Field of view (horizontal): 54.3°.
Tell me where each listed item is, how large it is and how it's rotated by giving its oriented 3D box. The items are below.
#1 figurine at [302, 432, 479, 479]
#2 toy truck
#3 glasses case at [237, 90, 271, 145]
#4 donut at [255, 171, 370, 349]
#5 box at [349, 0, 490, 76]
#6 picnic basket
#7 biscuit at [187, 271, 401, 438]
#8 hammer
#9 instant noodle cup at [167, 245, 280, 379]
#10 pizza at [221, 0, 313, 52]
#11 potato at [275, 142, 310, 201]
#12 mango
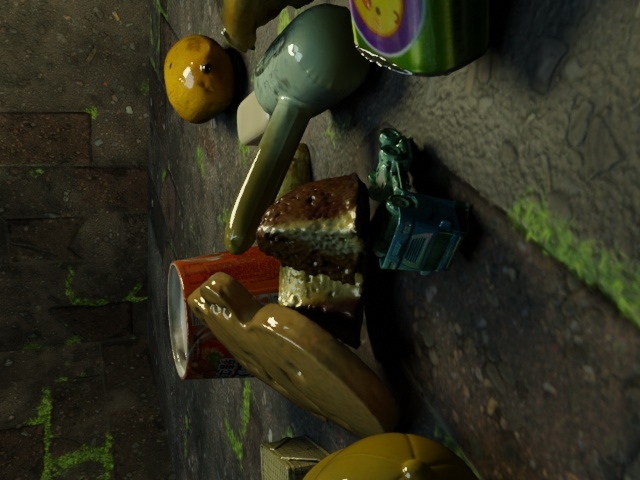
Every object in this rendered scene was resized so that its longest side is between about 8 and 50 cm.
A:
[{"bbox_3d":[0.084,0.290,0.546,0.192,0.167,0.257,-71,-39,-65],"label":"figurine"},{"bbox_3d":[0.092,-0.044,0.613,0.175,0.081,0.067,-90,12,-50],"label":"toy truck"},{"bbox_3d":[-0.098,-0.214,1.073,0.196,0.050,0.083,179,90,-68],"label":"glasses case"},{"bbox_3d":[0.000,0.000,0.689,0.295,0.112,0.151,88,-174,-62],"label":"donut"},{"bbox_3d":[0.055,-0.300,0.444,0.134,0.097,0.346,45,157,44],"label":"box"},{"bbox_3d":[-0.033,0.376,0.958,0.164,0.079,0.115,172,94,-68],"label":"picnic basket"},{"bbox_3d":[-0.045,0.153,0.785,0.354,0.052,0.275,15,146,51],"label":"biscuit"},{"bbox_3d":[-0.047,-0.124,0.760,0.306,0.113,0.202,-70,16,-10],"label":"hammer"},{"bbox_3d":[-0.147,0.122,1.053,0.250,0.192,0.251,177,90,-68],"label":"instant noodle cup"},{"bbox_3d":[-0.007,-0.337,0.675,0.089,0.223,0.323,42,150,-3],"label":"pizza"},{"bbox_3d":[-0.058,-0.100,0.972,0.096,0.066,0.103,-164,74,-64],"label":"potato"},{"bbox_3d":[-0.273,-0.353,1.371,0.359,0.143,0.187,-143,55,-66],"label":"mango"}]
